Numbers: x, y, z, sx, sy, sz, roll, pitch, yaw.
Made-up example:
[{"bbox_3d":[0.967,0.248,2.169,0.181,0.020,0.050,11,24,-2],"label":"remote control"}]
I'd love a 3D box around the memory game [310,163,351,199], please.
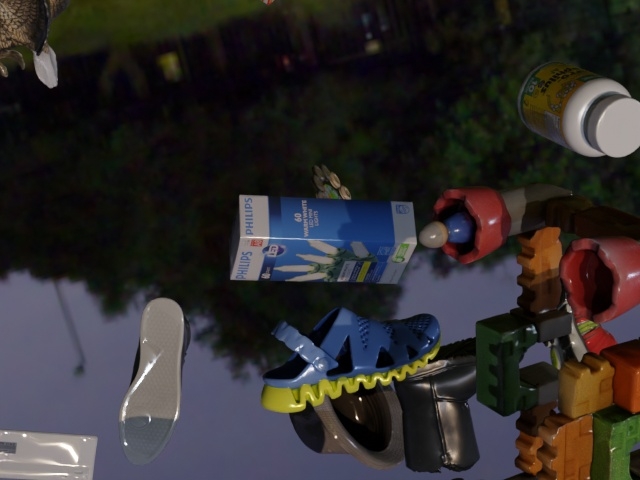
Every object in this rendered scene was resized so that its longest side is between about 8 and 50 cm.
[{"bbox_3d":[0.037,-0.073,2.552,0.012,0.186,0.186,-29,-173,20],"label":"memory game"}]

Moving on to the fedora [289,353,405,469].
[{"bbox_3d":[0.035,0.328,2.405,0.124,0.275,0.244,-28,-138,29],"label":"fedora"}]

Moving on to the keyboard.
[{"bbox_3d":[-0.454,0.308,1.833,0.255,0.072,0.014,6,-178,-15],"label":"keyboard"}]

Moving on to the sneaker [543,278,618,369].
[{"bbox_3d":[0.452,0.166,2.195,0.118,0.279,0.107,1,155,-25],"label":"sneaker"}]

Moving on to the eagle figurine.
[{"bbox_3d":[-0.513,-0.420,2.200,0.298,0.226,0.225,-43,159,30],"label":"eagle figurine"}]

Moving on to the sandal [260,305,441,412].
[{"bbox_3d":[0.046,0.167,2.017,0.317,0.138,0.126,-16,-167,-20],"label":"sandal"}]

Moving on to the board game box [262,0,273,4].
[{"bbox_3d":[-0.083,-0.491,2.089,0.193,0.146,0.045,-48,170,-31],"label":"board game box"}]

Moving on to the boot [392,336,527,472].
[{"bbox_3d":[0.248,0.282,2.178,0.246,0.207,0.094,-14,-166,-1],"label":"boot"}]

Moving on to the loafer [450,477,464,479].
[{"bbox_3d":[0.280,0.522,2.570,0.045,0.039,0.125,-7,-167,10],"label":"loafer"}]

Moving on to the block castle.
[{"bbox_3d":[0.252,0.178,1.386,0.212,0.454,0.303,-13,-158,-29],"label":"block castle"}]

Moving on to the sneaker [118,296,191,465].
[{"bbox_3d":[-0.285,0.246,2.256,0.104,0.296,0.147,9,180,2],"label":"sneaker"}]

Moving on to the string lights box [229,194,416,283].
[{"bbox_3d":[0.000,0.000,1.890,0.259,0.077,0.133,1,150,-10],"label":"string lights box"}]

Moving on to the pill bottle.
[{"bbox_3d":[0.390,-0.191,1.885,0.117,0.118,0.208,-18,-156,-15],"label":"pill bottle"}]
